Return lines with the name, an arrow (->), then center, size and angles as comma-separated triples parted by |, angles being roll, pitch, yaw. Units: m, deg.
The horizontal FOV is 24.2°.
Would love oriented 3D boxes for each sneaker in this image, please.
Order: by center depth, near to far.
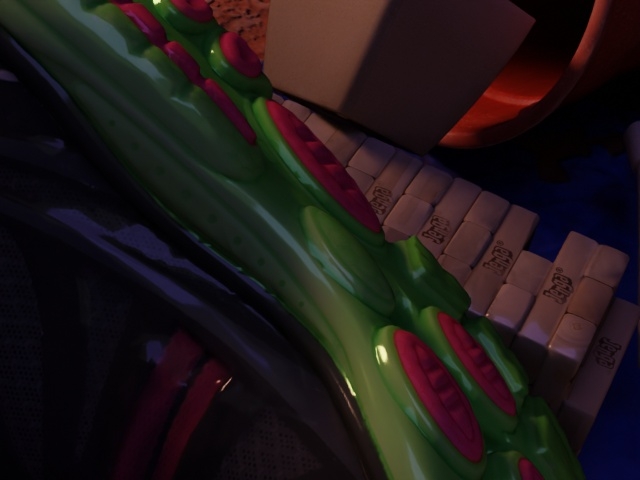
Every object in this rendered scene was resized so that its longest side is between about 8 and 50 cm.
sneaker -> -0.041, 0.073, 0.665 | 0.483, 0.202, 0.185 | 53, 21, 17

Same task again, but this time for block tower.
block tower -> 0.000, 0.000, 0.790 | 0.335, 0.091, 0.097 | 25, 43, 11

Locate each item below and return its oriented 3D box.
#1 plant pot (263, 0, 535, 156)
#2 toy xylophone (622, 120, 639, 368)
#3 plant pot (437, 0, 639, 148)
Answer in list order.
plant pot -> 0.032, -0.108, 0.823 | 0.109, 0.096, 0.109 | 23, 1, -44
toy xylophone -> 0.290, 0.019, 0.827 | 0.236, 0.081, 0.323 | 15, 43, -12
plant pot -> 0.170, -0.214, 0.950 | 0.265, 0.272, 0.272 | -15, 49, -37
